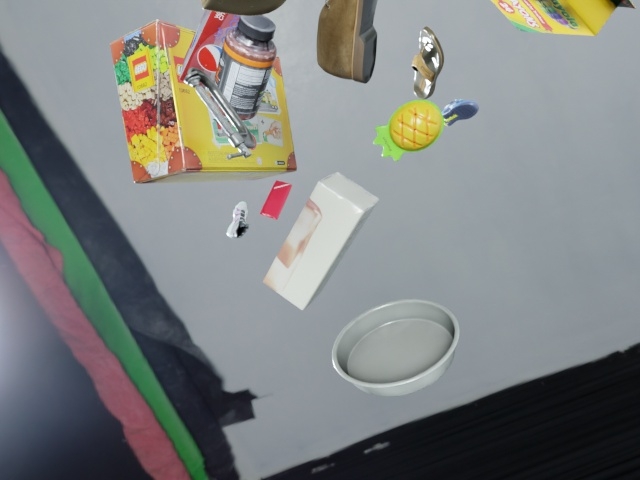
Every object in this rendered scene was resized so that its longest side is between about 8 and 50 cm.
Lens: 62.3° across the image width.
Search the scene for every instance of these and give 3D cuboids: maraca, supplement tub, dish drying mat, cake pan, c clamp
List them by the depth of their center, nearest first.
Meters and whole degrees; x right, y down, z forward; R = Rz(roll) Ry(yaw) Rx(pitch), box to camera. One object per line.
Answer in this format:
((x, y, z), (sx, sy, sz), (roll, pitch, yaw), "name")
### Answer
((-0.137, -0.179, 0.734), (0.160, 0.022, 0.137), (55, -164, 3), "c clamp")
((-0.076, -0.072, 0.916), (0.008, 0.032, 0.083), (108, -178, -51), "dish drying mat")
((-0.150, -0.347, 1.056), (0.197, 0.106, 0.106), (-62, 36, 41), "supplement tub")
((0.172, 0.242, 1.203), (0.293, 0.293, 0.054), (-107, -4, -65), "cake pan")
((0.228, -0.284, 1.368), (0.127, 0.186, 0.099), (56, -158, -9), "maraca")

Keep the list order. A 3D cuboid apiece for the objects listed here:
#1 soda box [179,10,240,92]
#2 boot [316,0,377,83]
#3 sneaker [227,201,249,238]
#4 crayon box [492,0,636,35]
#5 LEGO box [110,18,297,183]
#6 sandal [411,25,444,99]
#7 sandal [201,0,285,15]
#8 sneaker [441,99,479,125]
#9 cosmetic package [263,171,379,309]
((-0.203, -0.435, 1.099), (0.092, 0.263, 0.083), (20, -134, -25), "soda box")
((0.050, -0.457, 0.998), (0.112, 0.115, 0.305), (-46, -32, -52), "boot")
((-0.195, -0.049, 1.328), (0.038, 0.098, 0.069), (18, 176, -36), "sneaker")
((0.507, -0.555, 1.181), (0.202, 0.081, 0.318), (31, -171, -27), "crayon box")
((-0.305, -0.364, 1.519), (0.500, 0.193, 0.372), (-11, -87, -58), "LEGO box")
((0.269, -0.455, 1.395), (0.090, 0.060, 0.219), (54, 162, 23), "sandal")
((-0.133, -0.226, 0.368), (0.240, 0.088, 0.079), (0, -121, -38), "sandal")
((0.376, -0.357, 1.432), (0.053, 0.059, 0.144), (37, 164, -19), "sneaker")
((0.000, 0.000, 1.270), (0.129, 0.296, 0.153), (35, -157, 9), "cosmetic package")
